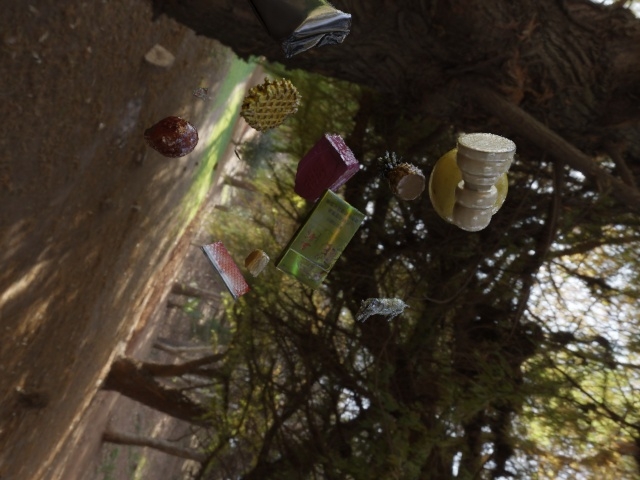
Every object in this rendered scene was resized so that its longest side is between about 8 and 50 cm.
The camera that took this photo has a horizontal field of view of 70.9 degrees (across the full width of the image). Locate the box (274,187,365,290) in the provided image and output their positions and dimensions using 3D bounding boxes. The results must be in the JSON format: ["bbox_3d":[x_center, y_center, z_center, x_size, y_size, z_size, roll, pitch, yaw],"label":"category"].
[{"bbox_3d":[0.000,0.000,1.511,0.311,0.173,0.043,-55,-156,2],"label":"box"}]

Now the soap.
[{"bbox_3d":[0.009,-0.246,1.632,0.250,0.162,0.099,-43,172,35],"label":"soap"}]

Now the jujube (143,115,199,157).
[{"bbox_3d":[-0.706,-0.493,2.132,0.291,0.197,0.197,8,-108,34],"label":"jujube"}]

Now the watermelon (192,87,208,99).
[{"bbox_3d":[-0.552,-0.682,2.114,0.085,0.085,0.061,-39,-115,64],"label":"watermelon"}]

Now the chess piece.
[{"bbox_3d":[0.483,-0.166,1.397,0.167,0.167,0.299,-89,-179,-58],"label":"chess piece"}]

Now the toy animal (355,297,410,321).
[{"bbox_3d":[0.201,0.220,1.478,0.176,0.217,0.073,122,-39,-67],"label":"toy animal"}]

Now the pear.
[{"bbox_3d":[0.643,-0.240,1.974,0.348,0.349,0.348,-158,-90,-77],"label":"pear"}]

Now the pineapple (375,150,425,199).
[{"bbox_3d":[0.279,-0.241,1.610,0.128,0.128,0.248,-62,-154,22],"label":"pineapple"}]

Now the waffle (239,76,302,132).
[{"bbox_3d":[-0.158,-0.430,1.430,0.193,0.070,0.197,-36,161,13],"label":"waffle"}]

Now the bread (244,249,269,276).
[{"bbox_3d":[-0.272,0.090,1.910,0.106,0.082,0.125,-55,-167,0],"label":"bread"}]

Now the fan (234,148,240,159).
[{"bbox_3d":[-0.418,-0.435,2.227,0.003,0.080,0.060,-31,-146,-16],"label":"fan"}]

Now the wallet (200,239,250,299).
[{"bbox_3d":[-0.300,0.093,1.441,0.020,0.196,0.103,-34,177,22],"label":"wallet"}]

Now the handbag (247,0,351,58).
[{"bbox_3d":[-0.092,-0.807,1.610,0.342,0.288,0.152,-31,166,-36],"label":"handbag"}]
